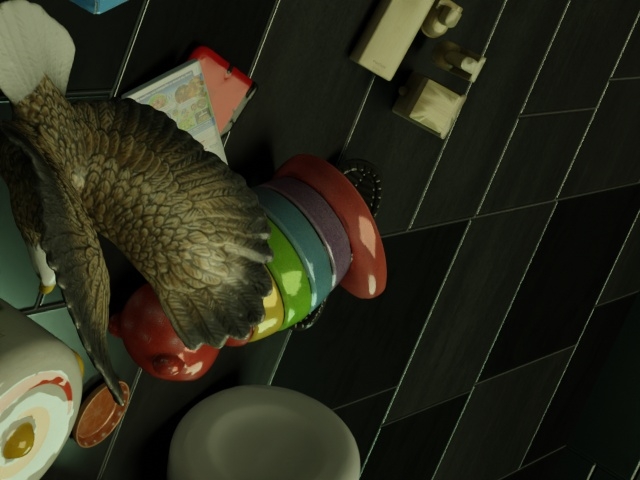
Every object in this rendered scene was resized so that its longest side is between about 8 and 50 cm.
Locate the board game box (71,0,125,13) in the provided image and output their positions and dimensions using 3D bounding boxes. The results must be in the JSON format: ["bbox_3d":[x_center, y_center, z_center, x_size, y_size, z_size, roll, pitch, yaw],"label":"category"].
[{"bbox_3d":[-0.102,-0.381,1.492,0.308,0.086,0.302,-35,146,-43],"label":"board game box"}]

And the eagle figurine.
[{"bbox_3d":[-0.196,-0.025,1.458,0.226,0.298,0.225,-52,154,-14],"label":"eagle figurine"}]

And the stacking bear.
[{"bbox_3d":[-0.089,0.045,1.933,0.289,0.175,0.164,-37,150,-27],"label":"stacking bear"}]

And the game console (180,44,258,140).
[{"bbox_3d":[-0.134,-0.116,1.822,0.124,0.085,0.144,34,86,-35],"label":"game console"}]

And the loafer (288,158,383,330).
[{"bbox_3d":[0.000,0.000,2.158,0.220,0.080,0.078,-60,-172,-1],"label":"loafer"}]

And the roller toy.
[{"bbox_3d":[-0.313,0.150,1.619,0.191,0.146,0.209,-55,156,-8],"label":"roller toy"}]

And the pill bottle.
[{"bbox_3d":[-0.086,0.393,2.233,0.229,0.229,0.408,-37,148,-40],"label":"pill bottle"}]

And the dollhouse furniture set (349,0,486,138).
[{"bbox_3d":[0.095,-0.228,2.117,0.151,0.123,0.144,26,95,-31],"label":"dollhouse furniture set"}]

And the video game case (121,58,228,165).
[{"bbox_3d":[-0.140,-0.105,1.754,0.087,0.011,0.122,-30,125,-25],"label":"video game case"}]

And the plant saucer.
[{"bbox_3d":[-0.240,0.186,1.962,0.083,0.013,0.083,-43,151,-31],"label":"plant saucer"}]
